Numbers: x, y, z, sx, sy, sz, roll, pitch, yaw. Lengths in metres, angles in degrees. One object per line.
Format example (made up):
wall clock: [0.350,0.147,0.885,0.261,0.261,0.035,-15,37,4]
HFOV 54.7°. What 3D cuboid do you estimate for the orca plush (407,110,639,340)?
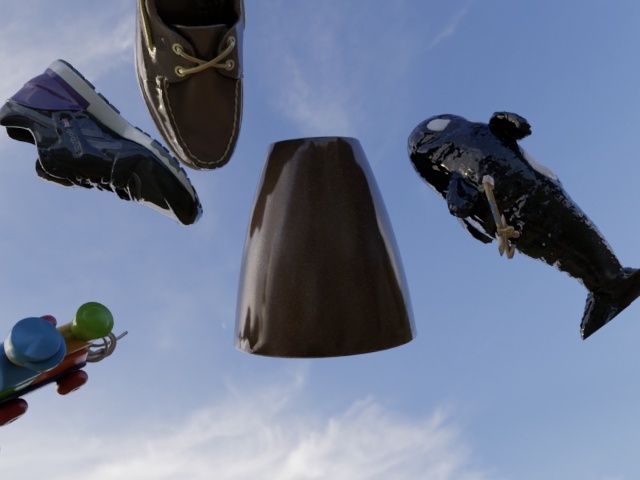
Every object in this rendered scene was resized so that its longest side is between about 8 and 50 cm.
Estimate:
orca plush: [0.166,-0.022,0.612,0.102,0.287,0.151,-20,-23,-29]

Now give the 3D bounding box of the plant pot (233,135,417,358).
plant pot: [0.000,0.000,0.725,0.215,0.215,0.230,-4,-88,-21]

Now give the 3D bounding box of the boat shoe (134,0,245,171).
boat shoe: [-0.131,-0.221,0.631,0.117,0.097,0.324,-9,-69,-19]

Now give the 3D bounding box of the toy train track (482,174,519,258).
toy train track: [0.154,-0.019,0.521,0.014,0.048,0.083,-10,-55,28]

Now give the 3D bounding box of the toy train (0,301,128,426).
toy train: [-0.304,0.121,0.772,0.143,0.105,0.248,-36,-8,32]

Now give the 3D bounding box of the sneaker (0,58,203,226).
sneaker: [-0.277,-0.092,0.773,0.124,0.283,0.107,-46,-11,-22]
